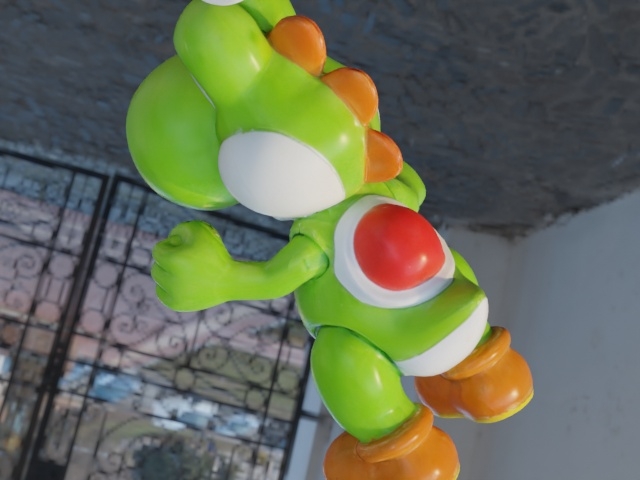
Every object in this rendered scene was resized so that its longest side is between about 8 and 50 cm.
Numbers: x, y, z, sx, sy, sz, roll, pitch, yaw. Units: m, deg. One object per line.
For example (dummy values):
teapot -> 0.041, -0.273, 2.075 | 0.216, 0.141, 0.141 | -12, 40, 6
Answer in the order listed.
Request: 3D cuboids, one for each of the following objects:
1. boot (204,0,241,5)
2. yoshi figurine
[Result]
boot -> -0.037, -0.219, 0.533 | 0.069, 0.086, 0.190 | 13, 123, 21
yoshi figurine -> -0.011, -0.003, 0.753 | 0.203, 0.362, 0.203 | -25, -162, 10
